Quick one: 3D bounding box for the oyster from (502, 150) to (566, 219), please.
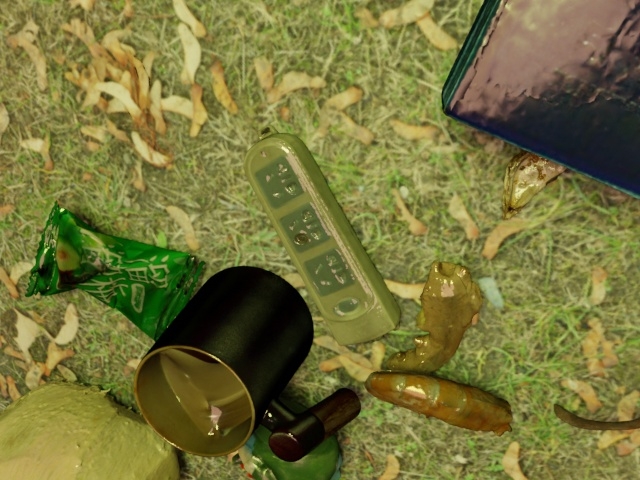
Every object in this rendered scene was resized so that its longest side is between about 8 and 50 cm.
[{"bbox_3d":[0.210,-0.066,0.568,0.093,0.034,0.051,-43,111,14],"label":"oyster"}]

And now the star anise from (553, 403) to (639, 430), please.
[{"bbox_3d":[0.351,0.129,0.549,0.227,0.218,0.148,-38,88,4],"label":"star anise"}]

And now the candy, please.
[{"bbox_3d":[-0.264,0.041,0.724,0.203,0.078,0.141,23,127,-6],"label":"candy"}]

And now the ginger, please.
[{"bbox_3d":[0.133,0.100,0.643,0.069,0.051,0.173,18,115,0],"label":"ginger"}]

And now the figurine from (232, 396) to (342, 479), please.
[{"bbox_3d":[-0.059,0.325,0.754,0.185,0.127,0.234,17,128,21],"label":"figurine"}]

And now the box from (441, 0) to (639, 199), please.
[{"bbox_3d":[0.269,-0.179,0.418,0.261,0.116,0.279,23,117,-1],"label":"box"}]

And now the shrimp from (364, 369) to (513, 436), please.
[{"bbox_3d":[0.141,0.187,0.659,0.187,0.132,0.052,20,75,-7],"label":"shrimp"}]

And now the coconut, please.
[{"bbox_3d":[-0.364,0.370,0.779,0.297,0.254,0.297,6,112,16],"label":"coconut"}]

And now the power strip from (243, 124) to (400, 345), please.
[{"bbox_3d":[0.000,-0.001,0.646,0.080,0.048,0.286,-24,101,22],"label":"power strip"}]

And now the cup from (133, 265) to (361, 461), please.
[{"bbox_3d":[-0.075,0.141,0.650,0.239,0.177,0.166,5,111,14],"label":"cup"}]
